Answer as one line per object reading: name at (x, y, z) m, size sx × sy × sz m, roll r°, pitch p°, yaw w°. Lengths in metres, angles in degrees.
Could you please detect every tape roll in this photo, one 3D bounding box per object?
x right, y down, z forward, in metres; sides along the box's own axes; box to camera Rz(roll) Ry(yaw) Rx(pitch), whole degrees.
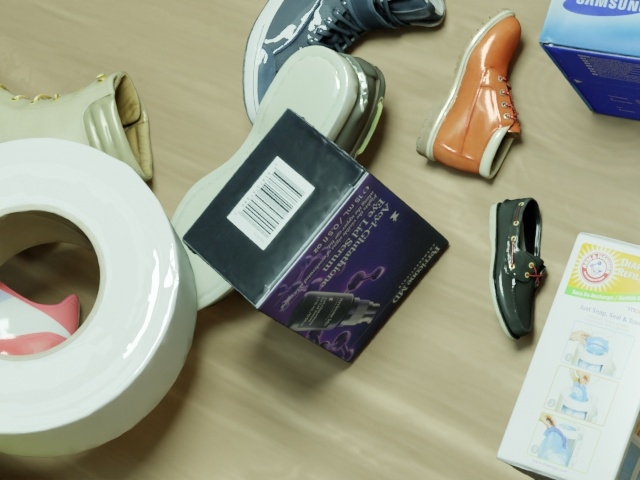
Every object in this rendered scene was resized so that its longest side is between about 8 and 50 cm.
tape roll at (-0.261, 0.053, 1.588) m, size 0.286 × 0.100 × 0.286 m, roll -2°, pitch 71°, yaw 6°

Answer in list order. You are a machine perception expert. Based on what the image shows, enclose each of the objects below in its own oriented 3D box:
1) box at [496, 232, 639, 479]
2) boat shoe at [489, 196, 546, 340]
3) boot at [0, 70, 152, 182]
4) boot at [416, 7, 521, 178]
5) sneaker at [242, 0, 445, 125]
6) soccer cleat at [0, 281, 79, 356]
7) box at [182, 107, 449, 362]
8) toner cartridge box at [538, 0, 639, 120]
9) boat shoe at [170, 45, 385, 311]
box at (0.243, 0.112, 1.435) m, size 0.103 × 0.114 × 0.203 m, roll 16°, pitch 80°, yaw 31°
boat shoe at (0.177, 0.023, 1.536) m, size 0.042 × 0.049 × 0.133 m, roll -13°, pitch 63°, yaw 30°
boot at (-0.287, -0.137, 1.789) m, size 0.203 × 0.095 × 0.262 m, roll -26°, pitch 65°, yaw 16°
boot at (0.160, -0.134, 1.598) m, size 0.084 × 0.059 × 0.158 m, roll 27°, pitch 94°, yaw 27°
sneaker at (0.025, -0.201, 1.666) m, size 0.163 × 0.086 × 0.226 m, roll 14°, pitch 78°, yaw 32°
soccer cleat at (-0.395, 0.059, 1.707) m, size 0.318 × 0.108 × 0.116 m, roll 21°, pitch 74°, yaw -6°
box at (0.000, 0.000, 1.538) m, size 0.108 × 0.207 × 0.153 m, roll 41°, pitch 94°, yaw 30°
toner cartridge box at (0.373, -0.141, 1.432) m, size 0.347 × 0.165 × 0.075 m, roll 13°, pitch 77°, yaw 28°
boat shoe at (-0.045, -0.049, 1.637) m, size 0.109 × 0.091 × 0.305 m, roll 47°, pitch 114°, yaw 26°
